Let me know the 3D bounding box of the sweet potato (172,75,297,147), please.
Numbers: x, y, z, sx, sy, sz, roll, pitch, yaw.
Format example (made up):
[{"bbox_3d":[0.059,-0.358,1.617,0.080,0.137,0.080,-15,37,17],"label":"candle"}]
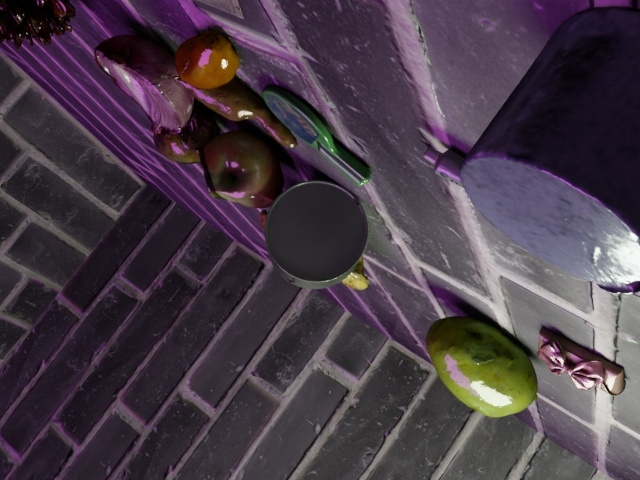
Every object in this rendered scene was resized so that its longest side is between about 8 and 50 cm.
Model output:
[{"bbox_3d":[-0.155,-0.264,1.418,0.270,0.074,0.075,28,173,-17],"label":"sweet potato"}]

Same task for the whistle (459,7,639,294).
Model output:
[{"bbox_3d":[0.291,-0.054,0.595,0.405,0.168,0.188,26,166,45],"label":"whistle"}]

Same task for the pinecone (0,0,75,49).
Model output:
[{"bbox_3d":[-0.638,-0.503,1.548,0.221,0.221,0.221,35,170,7],"label":"pinecone"}]

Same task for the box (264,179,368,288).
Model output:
[{"bbox_3d":[-0.011,-0.008,1.648,0.226,0.226,0.149,35,170,5],"label":"box"}]

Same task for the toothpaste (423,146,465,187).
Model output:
[{"bbox_3d":[0.244,-0.073,1.046,0.218,0.041,0.064,32,180,9],"label":"toothpaste"}]

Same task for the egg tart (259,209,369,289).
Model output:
[{"bbox_3d":[-0.001,-0.001,1.876,0.341,0.132,0.341,35,-179,-1],"label":"egg tart"}]

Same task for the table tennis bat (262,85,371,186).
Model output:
[{"bbox_3d":[-0.008,-0.192,1.353,0.257,0.039,0.160,40,172,-9],"label":"table tennis bat"}]

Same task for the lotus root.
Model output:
[{"bbox_3d":[-0.317,-0.253,1.773,0.154,0.154,0.278,40,168,-22],"label":"lotus root"}]

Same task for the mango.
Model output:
[{"bbox_3d":[-0.199,-0.312,1.291,0.105,0.084,0.159,34,172,-23],"label":"mango"}]

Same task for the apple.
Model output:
[{"bbox_3d":[-0.176,-0.159,1.682,0.207,0.173,0.188,31,-171,13],"label":"apple"}]

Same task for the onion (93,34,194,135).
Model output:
[{"bbox_3d":[-0.356,-0.334,1.584,0.227,0.120,0.283,35,162,18],"label":"onion"}]

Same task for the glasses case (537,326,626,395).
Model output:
[{"bbox_3d":[0.528,0.257,1.519,0.194,0.070,0.102,29,166,35],"label":"glasses case"}]

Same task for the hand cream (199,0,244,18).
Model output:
[{"bbox_3d":[-0.190,-0.382,1.115,0.165,0.037,0.057,26,167,15],"label":"hand cream"}]

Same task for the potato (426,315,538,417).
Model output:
[{"bbox_3d":[0.401,0.315,1.838,0.304,0.215,0.216,35,170,-11],"label":"potato"}]
